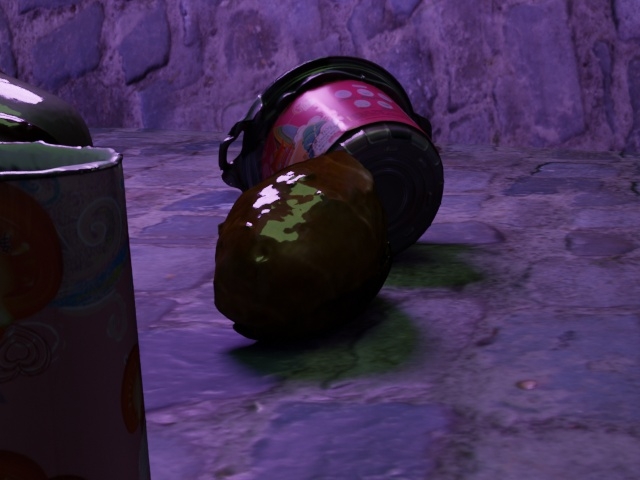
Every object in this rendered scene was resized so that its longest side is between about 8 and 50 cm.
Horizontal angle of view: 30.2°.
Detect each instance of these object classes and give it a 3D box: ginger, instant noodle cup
[{"bbox_3d":[0.000,0.000,1.199,0.165,0.172,0.321,43,16,6],"label":"ginger"},{"bbox_3d":[0.042,-0.087,1.497,0.302,0.258,0.181,-16,30,-17],"label":"instant noodle cup"},{"bbox_3d":[-0.199,0.067,0.638,0.242,0.231,0.243,2,10,0],"label":"instant noodle cup"}]

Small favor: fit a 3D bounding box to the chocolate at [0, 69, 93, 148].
[{"bbox_3d":[-0.332,-0.041,1.207,0.186,0.284,0.283,18,12,4],"label":"chocolate"}]
